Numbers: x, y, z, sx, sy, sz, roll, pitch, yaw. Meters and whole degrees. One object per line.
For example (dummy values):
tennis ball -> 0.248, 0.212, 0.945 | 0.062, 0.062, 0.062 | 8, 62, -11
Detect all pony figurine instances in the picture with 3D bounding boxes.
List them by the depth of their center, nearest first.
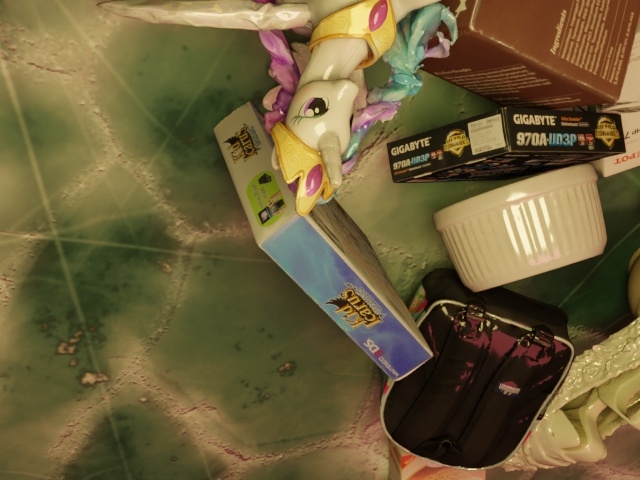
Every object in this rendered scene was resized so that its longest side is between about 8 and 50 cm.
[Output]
pony figurine -> -0.009, -0.226, 0.909 | 0.302, 0.351, 0.364 | 20, 96, -33

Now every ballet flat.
ballet flat -> 0.392, 0.224, 1.339 | 0.147, 0.147, 0.409 | 33, 116, -34

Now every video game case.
video game case -> 0.000, 0.000, 1.091 | 0.061, 0.244, 0.269 | -36, 127, 9

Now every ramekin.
ramekin -> 0.250, -0.011, 1.184 | 0.207, 0.207, 0.109 | -16, 86, -8

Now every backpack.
backpack -> 0.195, 0.175, 1.301 | 0.225, 0.191, 0.254 | 19, 111, -5

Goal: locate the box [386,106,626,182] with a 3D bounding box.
box -> 0.215, -0.106, 1.105 | 0.220, 0.175, 0.051 | -4, 85, -40

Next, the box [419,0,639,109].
box -> 0.203, -0.247, 1.003 | 0.203, 0.168, 0.167 | 18, 85, -28

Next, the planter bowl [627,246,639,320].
planter bowl -> 0.514, 0.061, 1.394 | 0.162, 0.109, 0.162 | -6, 126, -9

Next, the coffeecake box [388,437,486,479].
coffeecake box -> 0.184, 0.364, 1.518 | 0.142, 0.068, 0.186 | -11, 126, -11

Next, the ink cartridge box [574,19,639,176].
ink cartridge box -> 0.394, -0.193, 1.197 | 0.139, 0.082, 0.191 | -19, 126, -6
